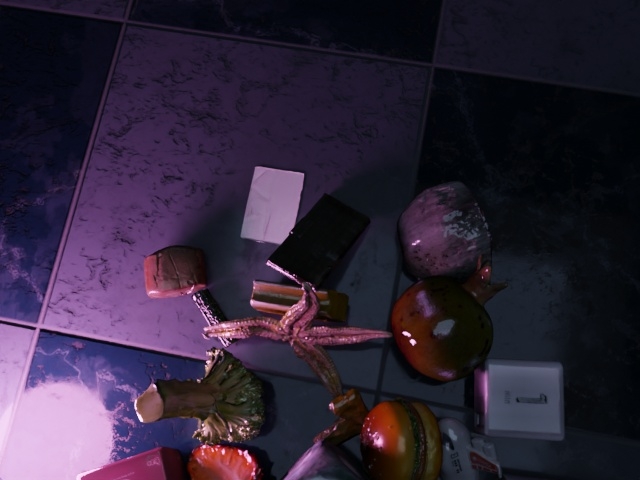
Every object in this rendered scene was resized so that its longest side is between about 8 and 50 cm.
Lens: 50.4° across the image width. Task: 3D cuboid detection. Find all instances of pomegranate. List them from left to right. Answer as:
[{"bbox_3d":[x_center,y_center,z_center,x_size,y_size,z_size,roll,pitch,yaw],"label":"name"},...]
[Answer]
[{"bbox_3d":[0.343,0.205,1.761,0.323,0.291,0.291,-33,77,-6],"label":"pomegranate"}]

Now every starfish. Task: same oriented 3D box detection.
[{"bbox_3d":[-0.052,0.265,1.793,0.398,0.383,0.132,43,42,-11],"label":"starfish"}]

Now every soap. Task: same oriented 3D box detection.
[{"bbox_3d":[-0.052,0.169,1.868,0.257,0.160,0.080,9,78,6],"label":"soap"}]

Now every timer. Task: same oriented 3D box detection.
[{"bbox_3d":[0.507,0.409,1.756,0.194,0.192,0.195,1,76,4],"label":"timer"}]

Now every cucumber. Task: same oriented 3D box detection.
[{"bbox_3d":[-0.299,0.219,1.926,0.058,0.058,0.187,-35,76,-5],"label":"cucumber"}]

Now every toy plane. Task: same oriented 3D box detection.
[{"bbox_3d":[0.348,0.577,1.746,0.252,0.118,0.252,9,106,34],"label":"toy plane"}]

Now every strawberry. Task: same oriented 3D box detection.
[{"bbox_3d":[-0.246,0.635,1.797,0.236,0.111,0.190,26,62,37],"label":"strawberry"}]

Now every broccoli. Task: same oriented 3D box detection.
[{"bbox_3d":[-0.296,0.425,1.718,0.221,0.361,0.252,-20,90,26],"label":"broccoli"}]

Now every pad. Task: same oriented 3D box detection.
[{"bbox_3d":[-0.142,-0.102,2.020,0.156,0.004,0.232,9,77,5],"label":"pad"}]

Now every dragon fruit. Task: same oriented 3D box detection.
[{"bbox_3d":[0.328,-0.015,1.867,0.221,0.204,0.283,-17,75,0],"label":"dragon fruit"}]

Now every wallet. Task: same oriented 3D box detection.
[{"bbox_3d":[0.000,0.001,1.894,0.169,0.044,0.317,28,51,14],"label":"wallet"}]

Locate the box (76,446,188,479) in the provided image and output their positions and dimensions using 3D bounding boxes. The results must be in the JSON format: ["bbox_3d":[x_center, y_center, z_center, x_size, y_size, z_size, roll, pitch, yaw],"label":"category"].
[{"bbox_3d":[-0.481,0.655,1.770,0.293,0.193,0.168,-18,67,0],"label":"box"}]

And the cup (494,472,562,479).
[{"bbox_3d":[0.596,0.708,1.650,0.371,0.253,0.254,3,77,3],"label":"cup"}]

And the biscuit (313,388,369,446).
[{"bbox_3d":[0.051,0.475,1.790,0.174,0.183,0.039,-23,41,-3],"label":"biscuit"}]

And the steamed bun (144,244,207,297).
[{"bbox_3d":[-0.413,0.090,1.944,0.175,0.106,0.145,-8,70,-13],"label":"steamed bun"}]

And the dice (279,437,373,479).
[{"bbox_3d":[0.014,0.710,1.646,0.348,0.330,0.328,42,83,13],"label":"dice"}]

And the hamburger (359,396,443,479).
[{"bbox_3d":[0.189,0.522,1.719,0.169,0.246,0.246,7,76,-19],"label":"hamburger"}]
